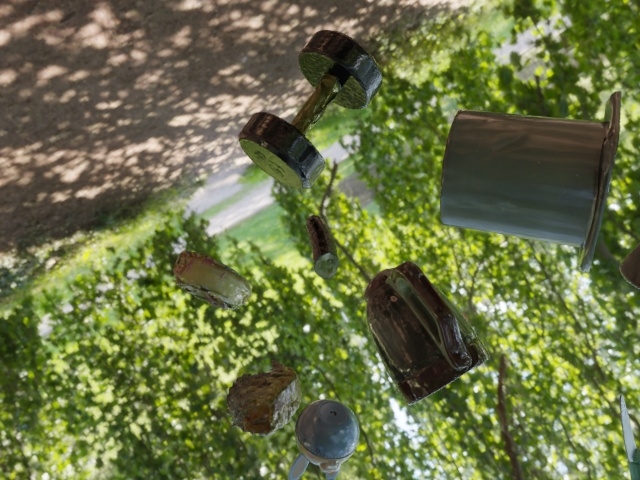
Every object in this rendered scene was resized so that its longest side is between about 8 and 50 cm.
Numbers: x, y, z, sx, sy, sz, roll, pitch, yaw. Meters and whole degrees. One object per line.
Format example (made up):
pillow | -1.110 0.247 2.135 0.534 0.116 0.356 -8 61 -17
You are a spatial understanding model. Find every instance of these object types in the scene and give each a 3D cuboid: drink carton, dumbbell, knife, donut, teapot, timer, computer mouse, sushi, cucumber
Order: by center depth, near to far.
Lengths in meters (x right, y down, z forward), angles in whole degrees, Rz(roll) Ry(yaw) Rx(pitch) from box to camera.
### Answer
drink carton | 0.249 -0.073 0.715 0.189 0.191 0.185 8 -145 18
knife | 0.630 0.423 1.193 0.034 0.260 0.063 -3 -147 45
donut | -0.223 0.087 1.197 0.174 0.174 0.068 -29 -145 65
cucumber | 0.000 0.000 1.233 0.215 0.052 0.058 -104 -149 -60
dumbbell | -0.021 -0.297 1.350 0.322 0.204 0.204 -55 -174 -12
computer mouse | 0.838 0.013 1.366 0.379 0.167 0.090 -33 140 -33
teapot | 0.233 0.195 1.401 0.233 0.312 0.315 -28 166 -18
timer | 0.009 0.516 1.443 0.175 0.255 0.175 8 -173 -1
sushi | -0.158 0.463 1.737 0.184 0.139 0.274 -4 -171 24
